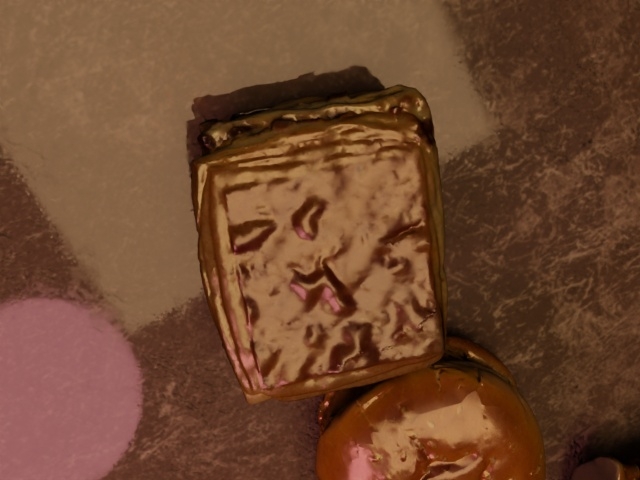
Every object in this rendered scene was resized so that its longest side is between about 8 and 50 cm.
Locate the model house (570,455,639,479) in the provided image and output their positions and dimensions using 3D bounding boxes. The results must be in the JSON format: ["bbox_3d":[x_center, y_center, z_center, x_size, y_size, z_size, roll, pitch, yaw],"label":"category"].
[{"bbox_3d":[0.474,0.400,1.133,0.229,0.219,0.199,2,77,-11],"label":"model house"}]

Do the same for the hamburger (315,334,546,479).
[{"bbox_3d":[0.140,0.283,1.042,0.290,0.170,0.314,-22,112,3],"label":"hamburger"}]

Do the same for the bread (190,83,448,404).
[{"bbox_3d":[0.000,0.000,0.924,0.278,0.167,0.324,-12,100,-6],"label":"bread"}]
